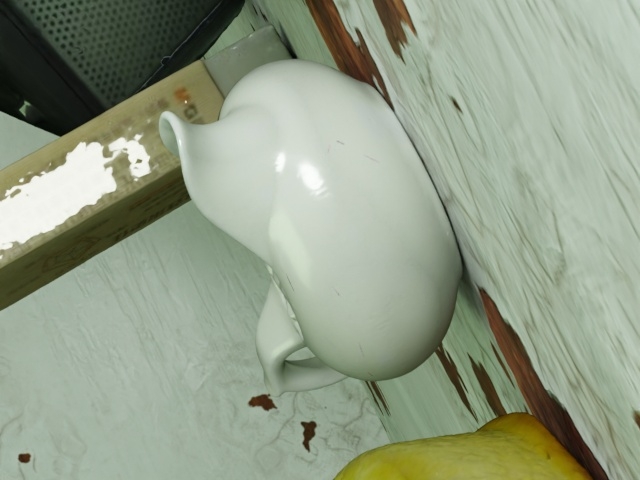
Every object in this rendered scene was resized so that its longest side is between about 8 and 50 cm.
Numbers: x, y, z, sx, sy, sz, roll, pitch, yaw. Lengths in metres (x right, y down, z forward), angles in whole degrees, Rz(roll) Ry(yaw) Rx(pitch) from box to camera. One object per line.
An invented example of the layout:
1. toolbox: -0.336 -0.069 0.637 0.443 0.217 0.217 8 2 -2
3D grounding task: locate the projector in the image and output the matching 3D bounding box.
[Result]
1. projector: -0.332 -0.311 1.325 0.395 0.242 0.405 25 159 53

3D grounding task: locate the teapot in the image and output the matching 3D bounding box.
1. teapot: 0.000 0.000 0.876 0.204 0.139 0.298 57 173 41

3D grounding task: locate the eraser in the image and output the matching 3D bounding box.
1. eraser: -0.170 -0.058 1.227 0.078 0.343 0.144 59 175 8

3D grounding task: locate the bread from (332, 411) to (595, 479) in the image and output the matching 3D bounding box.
1. bread: 0.086 0.227 0.757 0.270 0.148 0.269 180 90 -64
